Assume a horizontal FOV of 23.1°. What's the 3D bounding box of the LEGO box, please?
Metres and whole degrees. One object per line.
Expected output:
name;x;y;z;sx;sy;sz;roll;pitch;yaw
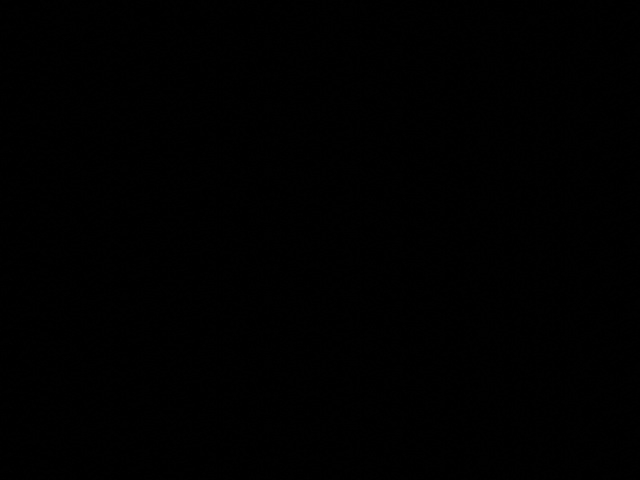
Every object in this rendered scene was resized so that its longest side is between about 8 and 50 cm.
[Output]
LEGO box;0.000;0.000;0.186;0.372;0.500;0.193;101;-5;-67
